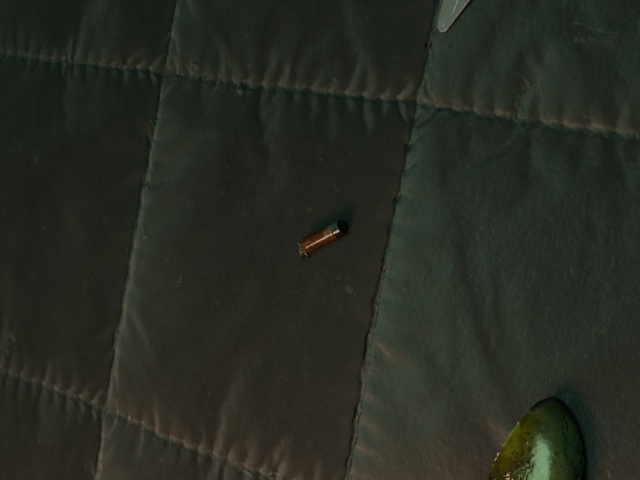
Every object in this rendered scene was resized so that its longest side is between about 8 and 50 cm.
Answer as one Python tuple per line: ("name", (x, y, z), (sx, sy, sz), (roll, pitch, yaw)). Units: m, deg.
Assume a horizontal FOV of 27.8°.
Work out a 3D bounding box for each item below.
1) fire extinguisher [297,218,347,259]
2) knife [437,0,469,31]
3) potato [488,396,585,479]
("fire extinguisher", (0.000, 0.000, 1.701), (0.083, 0.022, 0.028), (-28, 98, 35))
("knife", (0.212, -0.354, 1.563), (0.244, 0.032, 0.058), (-47, 60, 31))
("potato", (0.234, 0.275, 1.449), (0.119, 0.054, 0.198), (29, 104, 41))
